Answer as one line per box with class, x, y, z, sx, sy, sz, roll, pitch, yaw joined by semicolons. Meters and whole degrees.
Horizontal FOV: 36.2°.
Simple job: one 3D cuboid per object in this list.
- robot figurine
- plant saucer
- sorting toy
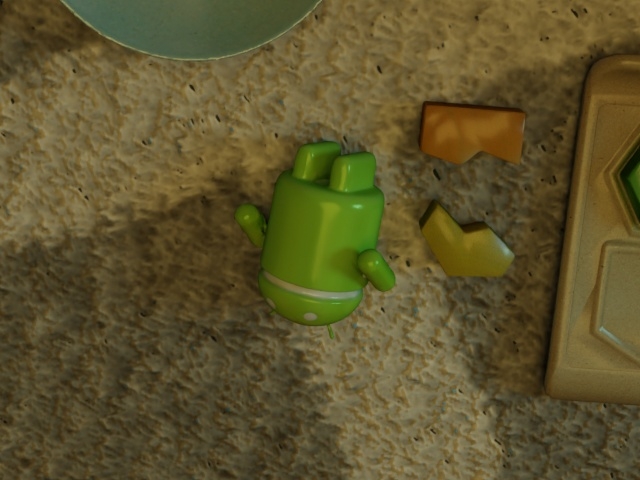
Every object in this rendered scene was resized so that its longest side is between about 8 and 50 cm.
robot figurine;0.000;0.000;0.589;0.101;0.067;0.115;19;108;23
plant saucer;-0.073;-0.199;0.546;0.195;0.037;0.194;0;106;0
sorting toy;0.210;0.003;0.604;0.308;0.041;0.229;4;106;-1
